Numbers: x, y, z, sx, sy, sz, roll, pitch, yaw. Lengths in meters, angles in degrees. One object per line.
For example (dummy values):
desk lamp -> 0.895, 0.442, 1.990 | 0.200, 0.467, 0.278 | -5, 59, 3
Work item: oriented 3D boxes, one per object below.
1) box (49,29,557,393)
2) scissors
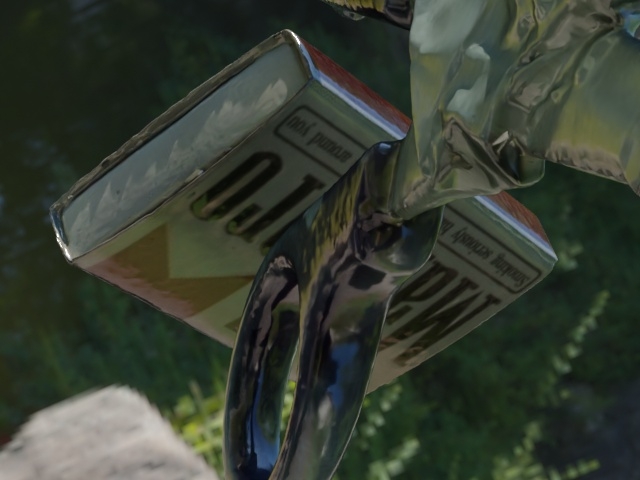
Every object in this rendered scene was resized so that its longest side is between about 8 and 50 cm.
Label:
box -> 0.000, 0.000, 0.709 | 0.177, 0.115, 0.036 | 32, 30, -48
scissors -> 0.040, -0.038, 0.453 | 0.383, 0.029, 0.256 | 179, -80, -74
